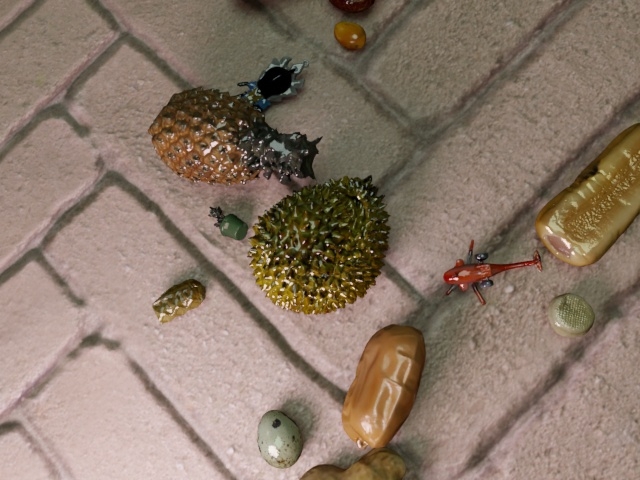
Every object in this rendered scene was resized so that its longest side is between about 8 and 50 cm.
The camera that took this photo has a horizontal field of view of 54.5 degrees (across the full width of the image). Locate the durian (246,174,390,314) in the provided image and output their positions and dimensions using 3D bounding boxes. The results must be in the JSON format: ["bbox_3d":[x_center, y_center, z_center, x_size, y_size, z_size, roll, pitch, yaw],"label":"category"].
[{"bbox_3d":[0.005,0.009,1.187,0.292,0.258,0.258,-28,73,-12],"label":"durian"}]

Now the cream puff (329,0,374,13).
[{"bbox_3d":[0.077,-0.578,1.401,0.148,0.084,0.149,-2,72,5],"label":"cream puff"}]

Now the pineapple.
[{"bbox_3d":[-0.159,-0.195,1.239,0.361,0.202,0.202,15,77,35],"label":"pineapple"}]

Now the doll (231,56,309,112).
[{"bbox_3d":[-0.108,-0.343,1.377,0.195,0.070,0.096,-31,89,7],"label":"doll"}]

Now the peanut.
[{"bbox_3d":[0.041,0.463,1.118,0.253,0.122,0.137,-20,66,1],"label":"peanut"}]

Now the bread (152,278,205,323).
[{"bbox_3d":[-0.290,0.121,1.289,0.110,0.060,0.066,-28,42,1],"label":"bread"}]

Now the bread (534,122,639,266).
[{"bbox_3d":[0.554,-0.085,1.196,0.305,0.091,0.142,-43,81,-4],"label":"bread"}]

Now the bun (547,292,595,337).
[{"bbox_3d":[0.467,0.143,1.171,0.086,0.055,0.086,1,68,-3],"label":"bun"}]

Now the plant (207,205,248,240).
[{"bbox_3d":[-0.203,-0.037,1.323,0.102,0.051,0.051,29,81,28],"label":"plant"}]

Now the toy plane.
[{"bbox_3d":[0.336,0.065,1.204,0.194,0.077,0.126,10,86,2],"label":"toy plane"}]

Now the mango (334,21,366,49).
[{"bbox_3d":[0.064,-0.463,1.395,0.060,0.046,0.089,-40,61,-5],"label":"mango"}]

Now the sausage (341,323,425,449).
[{"bbox_3d":[0.119,0.269,1.153,0.120,0.136,0.241,21,84,6],"label":"sausage"}]

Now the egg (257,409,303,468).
[{"bbox_3d":[-0.078,0.375,1.177,0.085,0.085,0.110,-23,61,2],"label":"egg"}]
